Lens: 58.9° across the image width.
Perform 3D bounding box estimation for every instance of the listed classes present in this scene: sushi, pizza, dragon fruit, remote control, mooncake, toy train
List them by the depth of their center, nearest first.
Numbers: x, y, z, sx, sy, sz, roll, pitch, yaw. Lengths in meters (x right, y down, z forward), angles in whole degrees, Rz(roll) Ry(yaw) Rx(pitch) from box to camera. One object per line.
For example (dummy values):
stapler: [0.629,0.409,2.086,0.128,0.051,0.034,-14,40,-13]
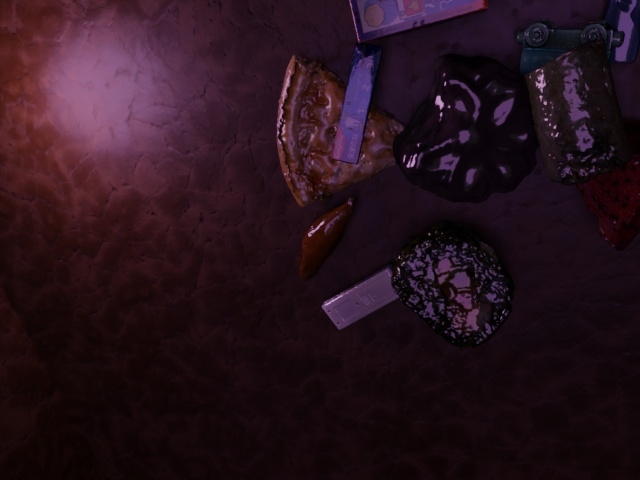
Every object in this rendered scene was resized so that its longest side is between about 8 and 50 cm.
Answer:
toy train: [0.610,-0.466,1.404,0.248,0.101,0.159,13,123,32]
dragon fruit: [0.769,-0.134,1.427,0.302,0.240,0.331,13,108,21]
mooncake: [0.393,-0.282,1.485,0.350,0.212,0.382,12,112,-6]
sushi: [0.392,0.119,1.659,0.352,0.178,0.294,43,103,-2]
pizza: [0.010,-0.278,1.686,0.434,0.080,0.392,37,116,1]
remote control: [0.143,0.184,1.838,0.277,0.055,0.103,-33,98,26]

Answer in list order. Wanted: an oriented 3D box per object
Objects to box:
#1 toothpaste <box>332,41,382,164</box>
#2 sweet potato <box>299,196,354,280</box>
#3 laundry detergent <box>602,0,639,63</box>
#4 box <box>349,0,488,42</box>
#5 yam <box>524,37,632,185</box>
toothpaste: [0.101,-0.374,1.558,0.076,0.066,0.321,13,102,4]
sweet potato: [0.002,-0.003,1.779,0.112,0.112,0.359,36,119,1]
laundry detergent: [0.736,-0.539,1.381,0.096,0.061,0.207,11,113,29]
box: [0.219,-0.692,1.366,0.318,0.257,0.349,-7,108,20]
yam: [0.588,-0.287,1.305,0.195,0.195,0.300,-14,96,21]
